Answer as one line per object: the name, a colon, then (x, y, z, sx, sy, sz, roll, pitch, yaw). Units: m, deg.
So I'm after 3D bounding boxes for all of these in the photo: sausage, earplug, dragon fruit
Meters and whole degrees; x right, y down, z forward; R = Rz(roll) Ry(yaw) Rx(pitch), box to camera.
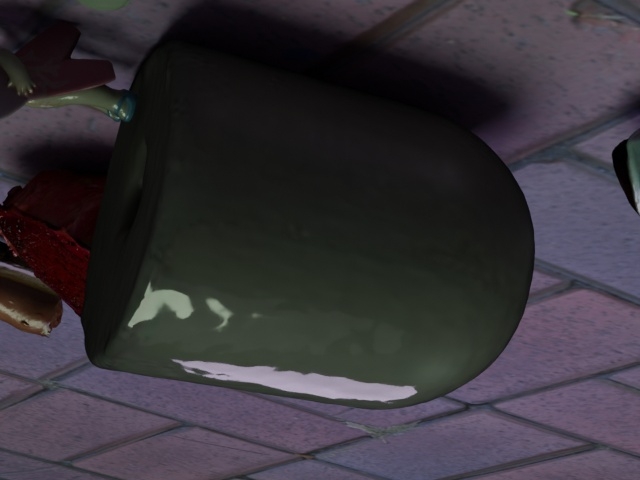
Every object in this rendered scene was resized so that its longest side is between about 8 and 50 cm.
sausage: (-0.481, 0.056, 2.094, 0.304, 0.078, 0.078, 19, 155, -19)
earplug: (0.000, 0.000, 1.519, 0.394, 0.312, 0.312, 12, 158, -18)
dragon fruit: (-0.255, -0.005, 1.796, 0.189, 0.163, 0.261, -23, 159, -16)

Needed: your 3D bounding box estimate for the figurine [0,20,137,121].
figurine: (-0.299, -0.170, 1.486, 0.260, 0.102, 0.205, 14, -167, -21)

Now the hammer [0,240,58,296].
hammer: (-0.386, 0.031, 1.988, 0.409, 0.095, 0.242, 24, 152, -39)

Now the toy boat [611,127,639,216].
toy boat: (0.382, -0.044, 1.517, 0.262, 0.114, 0.115, 26, 164, -30)

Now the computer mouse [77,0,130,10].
computer mouse: (-0.167, -0.234, 1.347, 0.056, 0.032, 0.110, 23, 143, -35)
